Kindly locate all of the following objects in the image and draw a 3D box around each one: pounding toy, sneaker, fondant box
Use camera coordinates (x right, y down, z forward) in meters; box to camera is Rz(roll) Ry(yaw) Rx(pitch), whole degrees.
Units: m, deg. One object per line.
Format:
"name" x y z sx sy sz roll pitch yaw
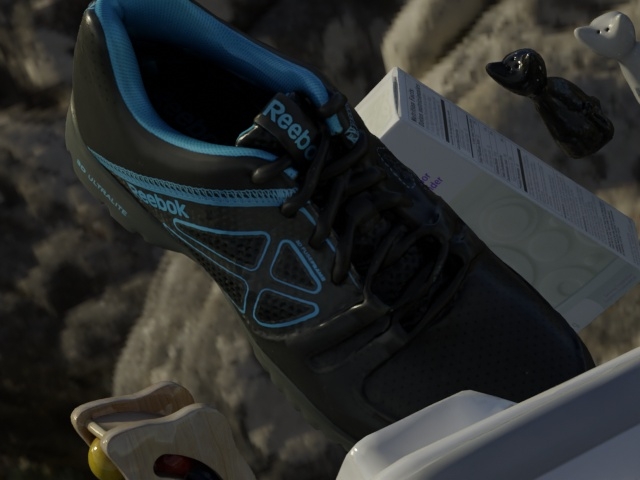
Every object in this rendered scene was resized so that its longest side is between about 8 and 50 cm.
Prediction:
"pounding toy" -0.137 0.239 1.438 0.154 0.270 0.155 -34 28 -20
"sneaker" 0.000 0.000 0.860 0.341 0.140 0.125 36 67 11
"fondant box" 0.130 0.003 1.748 0.238 0.330 0.096 -45 27 31

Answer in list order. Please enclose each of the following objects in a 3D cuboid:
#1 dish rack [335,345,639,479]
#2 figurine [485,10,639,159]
"dish rack" 0.105 0.095 0.554 0.332 0.285 0.072 -22 62 -28
"figurine" 0.351 -0.210 2.197 0.215 0.209 0.092 -22 53 33
